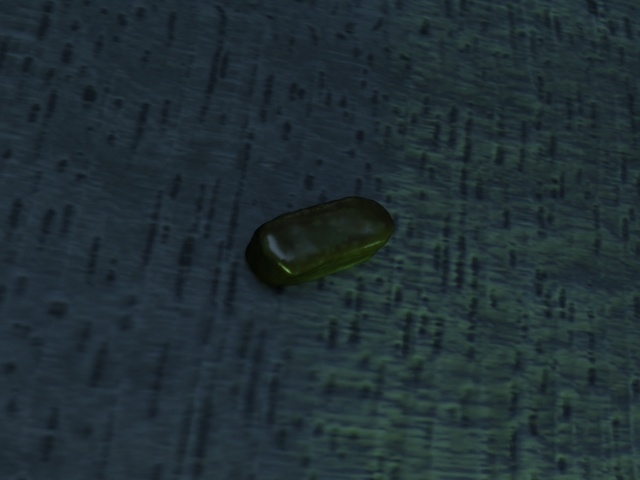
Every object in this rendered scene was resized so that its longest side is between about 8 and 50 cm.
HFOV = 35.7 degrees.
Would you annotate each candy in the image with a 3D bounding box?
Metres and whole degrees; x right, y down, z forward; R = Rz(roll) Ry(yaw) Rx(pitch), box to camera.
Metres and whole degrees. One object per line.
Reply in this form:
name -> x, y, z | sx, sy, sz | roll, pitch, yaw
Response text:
candy -> 0.000, 0.000, 1.589 | 0.234, 0.104, 0.102 | -19, 76, -27
